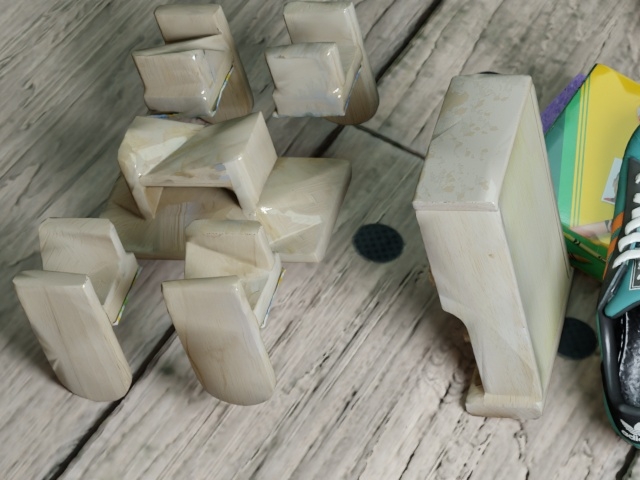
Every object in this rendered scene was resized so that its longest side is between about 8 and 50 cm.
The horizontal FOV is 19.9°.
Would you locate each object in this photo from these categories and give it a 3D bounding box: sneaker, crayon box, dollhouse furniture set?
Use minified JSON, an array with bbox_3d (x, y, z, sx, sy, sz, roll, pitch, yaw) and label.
[{"bbox_3d":[0.294,0.026,1.552,0.108,0.121,0.302,2,78,15],"label":"sneaker"},{"bbox_3d":[0.329,-0.023,1.682,0.278,0.081,0.165,31,71,17],"label":"crayon box"},{"bbox_3d":[0.000,0.000,1.602,0.394,0.256,0.362,1,45,20],"label":"dollhouse furniture set"}]

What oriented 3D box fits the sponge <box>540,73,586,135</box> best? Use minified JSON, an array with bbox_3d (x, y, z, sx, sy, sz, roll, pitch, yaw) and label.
[{"bbox_3d":[0.311,-0.076,1.788,0.210,0.031,0.117,32,53,16],"label":"sponge"}]
